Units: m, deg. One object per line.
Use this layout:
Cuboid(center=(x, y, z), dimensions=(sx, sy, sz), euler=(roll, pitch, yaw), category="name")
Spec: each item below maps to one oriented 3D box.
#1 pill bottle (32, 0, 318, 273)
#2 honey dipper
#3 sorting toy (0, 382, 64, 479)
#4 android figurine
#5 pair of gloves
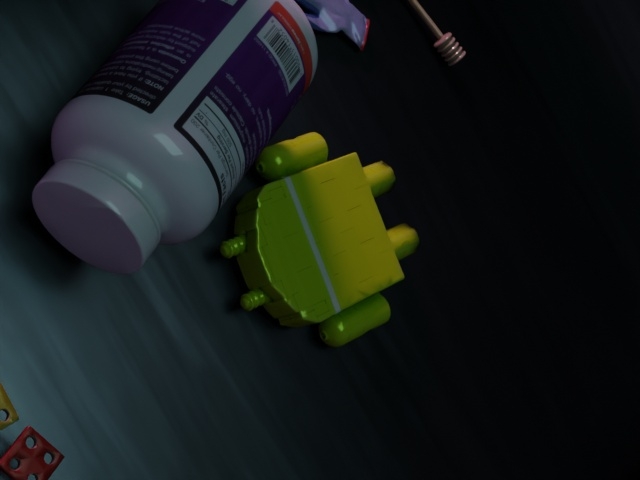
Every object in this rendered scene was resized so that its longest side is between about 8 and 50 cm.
Cuboid(center=(-0.146, -0.123, 1.122), dimensions=(0.181, 0.181, 0.323), euler=(47, 54, -20), category="pill bottle")
Cuboid(center=(0.138, -0.307, 1.504), dimensions=(0.160, 0.030, 0.030), euler=(48, 53, -16), category="honey dipper")
Cuboid(center=(-0.341, 0.247, 0.952), dimensions=(0.132, 0.046, 0.274), euler=(45, 55, -21), category="sorting toy")
Cuboid(center=(0.000, 0.000, 1.291), dimensions=(0.273, 0.056, 0.248), euler=(-26, 95, -41), category="android figurine")
Cuboid(center=(0.015, -0.345, 1.418), dimensions=(0.159, 0.023, 0.198), euler=(29, 62, -32), category="pair of gloves")
